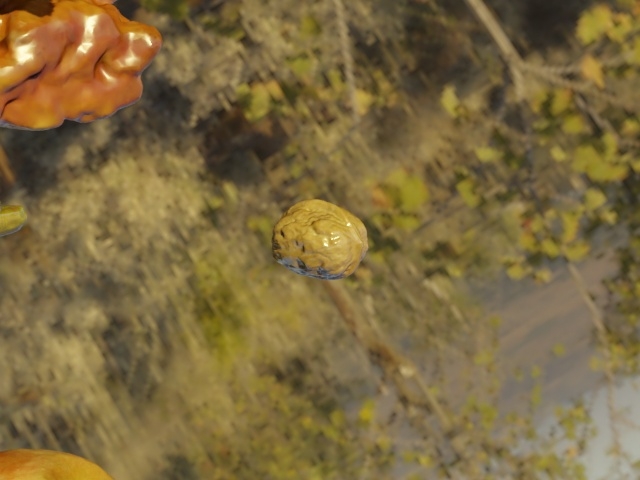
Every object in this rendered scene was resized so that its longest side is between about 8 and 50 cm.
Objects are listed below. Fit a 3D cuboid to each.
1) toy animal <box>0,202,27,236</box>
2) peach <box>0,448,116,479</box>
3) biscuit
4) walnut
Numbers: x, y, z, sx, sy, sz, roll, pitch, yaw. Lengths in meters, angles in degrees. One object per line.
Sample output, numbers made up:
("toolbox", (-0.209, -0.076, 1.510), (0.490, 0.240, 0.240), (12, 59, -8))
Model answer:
("toy animal", (-0.421, -0.013, 1.607), (0.181, 0.180, 0.363), (-98, -156, -59))
("peach", (-0.250, 0.283, 1.252), (0.235, 0.214, 0.214), (-5, 154, -38))
("biscuit", (-0.326, -0.166, 1.147), (0.318, 0.312, 0.110), (-18, 125, -36))
("walnut", (0.000, 0.000, 1.426), (0.096, 0.082, 0.079), (6, -161, 29))
